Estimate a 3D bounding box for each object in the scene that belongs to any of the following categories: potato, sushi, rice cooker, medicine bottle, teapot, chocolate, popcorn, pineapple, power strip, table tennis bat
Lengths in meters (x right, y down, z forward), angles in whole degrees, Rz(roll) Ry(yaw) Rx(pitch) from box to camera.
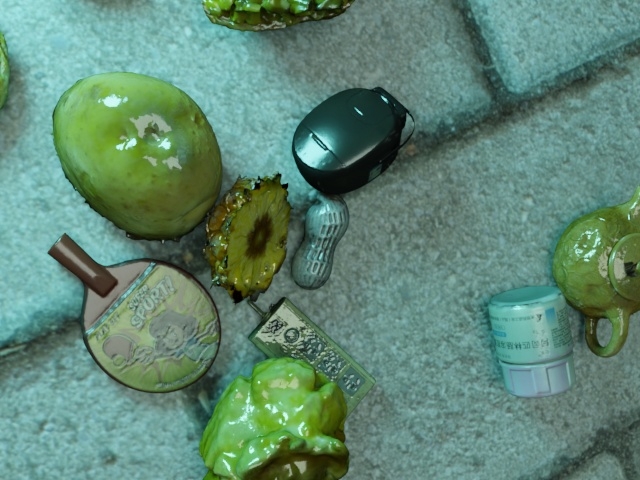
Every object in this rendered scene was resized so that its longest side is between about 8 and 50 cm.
[{"bbox_3d":[-0.250,-0.131,1.059,0.242,0.242,0.285,-27,96,-13],"label":"potato"},{"bbox_3d":[-0.036,-0.401,1.126,0.296,0.179,0.166,-5,88,-17],"label":"sushi"},{"bbox_3d":[0.050,-0.160,1.175,0.203,0.118,0.142,-33,63,-15],"label":"rice cooker"},{"bbox_3d":[0.370,0.175,1.286,0.135,0.135,0.168,-14,97,-15],"label":"medicine bottle"},{"bbox_3d":[0.531,0.056,1.309,0.203,0.167,0.311,11,90,-17],"label":"teapot"},{"bbox_3d":[0.000,0.000,1.205,0.072,0.072,0.167,19,86,-16],"label":"chocolate"},{"bbox_3d":[-0.068,0.317,1.114,0.224,0.258,0.270,19,50,-5],"label":"popcorn"},{"bbox_3d":[-0.116,-0.008,1.130,0.076,0.225,0.225,14,88,24],"label":"pineapple"},{"bbox_3d":[-0.024,0.186,1.224,0.268,0.034,0.092,44,81,-13],"label":"power strip"},{"bbox_3d":[-0.291,0.107,1.148,0.310,0.038,0.200,45,80,-16],"label":"table tennis bat"}]

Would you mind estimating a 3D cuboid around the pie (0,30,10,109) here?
[{"bbox_3d":[-0.546,-0.263,1.028,0.201,0.090,0.248,-23,101,-30],"label":"pie"}]
